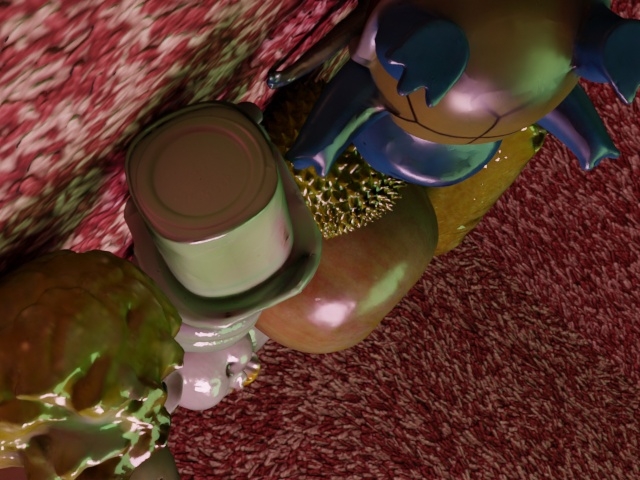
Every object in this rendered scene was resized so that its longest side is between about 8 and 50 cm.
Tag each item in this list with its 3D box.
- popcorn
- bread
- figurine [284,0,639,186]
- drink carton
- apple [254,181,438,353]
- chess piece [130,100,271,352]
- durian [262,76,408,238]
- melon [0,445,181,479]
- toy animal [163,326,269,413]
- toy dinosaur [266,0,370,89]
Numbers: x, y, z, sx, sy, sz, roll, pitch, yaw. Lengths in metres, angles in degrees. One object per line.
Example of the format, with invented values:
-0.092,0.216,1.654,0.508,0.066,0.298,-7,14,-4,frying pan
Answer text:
-0.185,0.115,0.928,0.198,0.212,0.198,-15,166,-4,popcorn
0.143,-0.129,1.618,0.376,0.251,0.208,126,-15,-57,bread
0.116,-0.157,1.030,0.298,0.243,0.416,-11,147,-16,figurine
-0.082,-0.025,0.980,0.146,0.144,0.142,-25,161,-6,drink carton
0.000,0.000,1.482,0.257,0.234,0.257,-51,177,-4,apple
-0.095,-0.024,1.168,0.139,0.139,0.272,-45,164,-41,chess piece
0.020,-0.094,1.305,0.198,0.159,0.146,-43,157,-26,durian
-0.260,0.276,1.356,0.223,0.223,0.317,-48,177,-12,melon
-0.168,0.155,1.769,0.325,0.154,0.208,-34,175,-39,toy animal
0.087,-0.247,1.240,0.363,0.076,0.147,-37,178,-44,toy dinosaur
